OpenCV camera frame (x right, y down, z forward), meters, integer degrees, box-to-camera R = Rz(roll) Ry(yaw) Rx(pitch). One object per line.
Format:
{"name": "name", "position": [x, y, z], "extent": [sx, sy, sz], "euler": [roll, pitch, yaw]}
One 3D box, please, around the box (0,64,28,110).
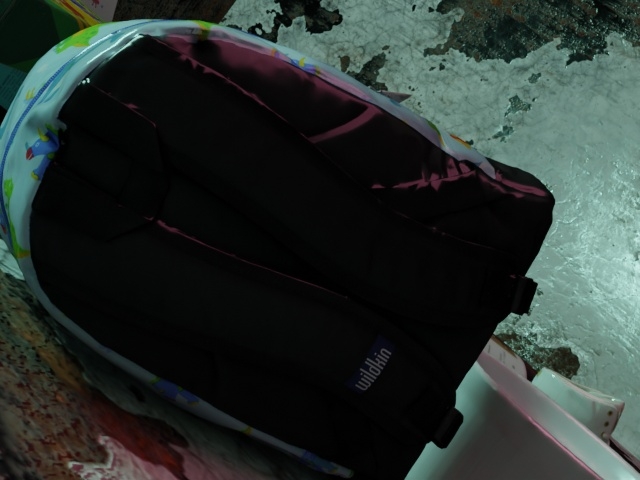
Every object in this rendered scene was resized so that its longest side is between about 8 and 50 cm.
{"name": "box", "position": [-0.403, -0.231, 1.052], "extent": [0.244, 0.060, 0.100], "euler": [39, 6, -2]}

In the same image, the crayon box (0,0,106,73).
{"name": "crayon box", "position": [-0.336, -0.261, 1.005], "extent": [0.202, 0.081, 0.318], "euler": [40, 7, 10]}

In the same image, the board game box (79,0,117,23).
{"name": "board game box", "position": [-0.469, -0.409, 1.283], "extent": [0.303, 0.098, 0.224], "euler": [15, -3, 25]}

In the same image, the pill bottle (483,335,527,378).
{"name": "pill bottle", "position": [0.142, 0.143, 1.156], "extent": [0.229, 0.131, 0.131], "euler": [37, 7, -18]}

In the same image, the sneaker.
{"name": "sneaker", "position": [0.381, 0.302, 1.229], "extent": [0.292, 0.169, 0.108], "euler": [40, 5, -1]}

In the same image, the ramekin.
{"name": "ramekin", "position": [0.204, 0.238, 0.850], "extent": [0.277, 0.135, 0.277], "euler": [38, 6, -5]}

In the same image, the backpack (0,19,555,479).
{"name": "backpack", "position": [-0.055, -0.006, 0.644], "extent": [0.355, 0.290, 0.273], "euler": [23, 7, -42]}
